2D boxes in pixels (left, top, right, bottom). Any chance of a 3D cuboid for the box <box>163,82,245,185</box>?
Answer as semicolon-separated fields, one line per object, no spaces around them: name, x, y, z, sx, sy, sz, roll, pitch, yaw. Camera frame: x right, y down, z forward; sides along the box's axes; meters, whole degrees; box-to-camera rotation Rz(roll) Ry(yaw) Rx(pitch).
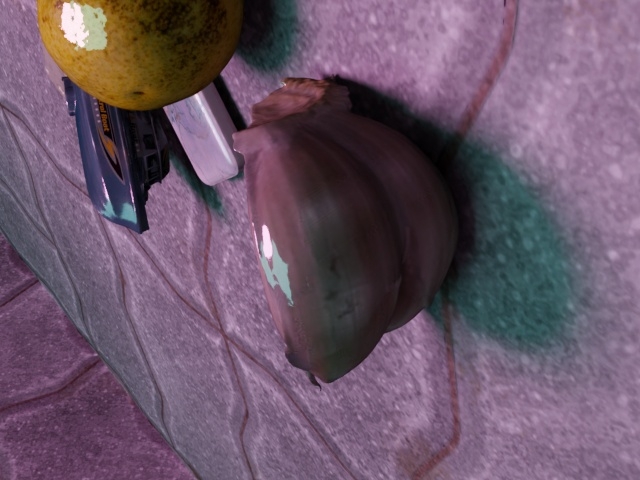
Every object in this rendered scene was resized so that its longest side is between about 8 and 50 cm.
box;-0.176;-0.204;0.956;0.285;0.044;0.142;63;158;-8

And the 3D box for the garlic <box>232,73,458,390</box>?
garlic;0.000;0.000;0.680;0.237;0.210;0.292;-6;104;55

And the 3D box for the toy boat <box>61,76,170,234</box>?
toy boat;-0.280;-0.137;1.099;0.114;0.122;0.296;105;148;-60

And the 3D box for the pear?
pear;-0.167;-0.225;0.744;0.197;0.197;0.197;41;149;32

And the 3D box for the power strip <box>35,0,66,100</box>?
power strip;-0.392;-0.328;1.190;0.093;0.053;0.288;52;153;16
